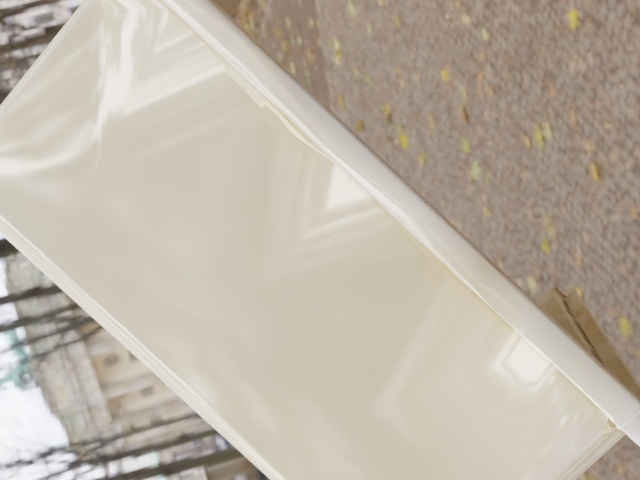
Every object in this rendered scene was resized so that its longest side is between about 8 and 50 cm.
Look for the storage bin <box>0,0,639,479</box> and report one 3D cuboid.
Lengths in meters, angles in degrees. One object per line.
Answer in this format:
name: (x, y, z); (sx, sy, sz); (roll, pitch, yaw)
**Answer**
storage bin: (0.000, 0.000, 0.486); (0.262, 0.123, 0.260); (42, -169, -2)
